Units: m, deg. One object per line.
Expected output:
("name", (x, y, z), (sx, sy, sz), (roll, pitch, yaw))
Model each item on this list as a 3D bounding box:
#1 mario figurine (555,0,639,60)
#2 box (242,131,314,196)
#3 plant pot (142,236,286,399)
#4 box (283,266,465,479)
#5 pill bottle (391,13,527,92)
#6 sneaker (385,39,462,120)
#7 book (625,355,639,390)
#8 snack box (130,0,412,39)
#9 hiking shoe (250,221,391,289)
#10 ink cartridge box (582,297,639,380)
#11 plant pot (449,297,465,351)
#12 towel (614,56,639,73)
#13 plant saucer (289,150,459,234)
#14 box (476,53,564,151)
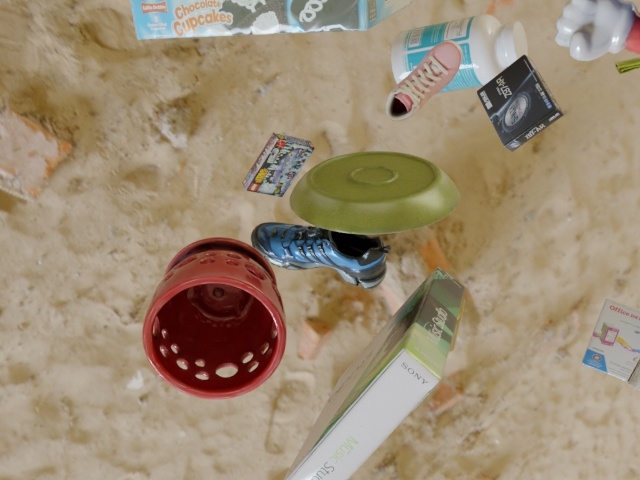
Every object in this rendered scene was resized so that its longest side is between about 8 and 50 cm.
("mario figurine", (0.274, -0.169, 0.574), (0.170, 0.320, 0.198), (-24, 168, 10))
("box", (-0.085, -0.150, 1.602), (0.094, 0.027, 0.137), (8, 130, -38))
("plant pot", (-0.142, 0.100, 1.119), (0.191, 0.174, 0.191), (-1, 111, -2))
("box", (0.076, 0.171, 0.987), (0.058, 0.322, 0.232), (39, 109, 1))
("pill bottle", (0.294, -0.391, 1.677), (0.146, 0.264, 0.146), (6, 83, -58))
("sneaker", (0.139, -0.213, 1.089), (0.051, 0.070, 0.134), (44, 121, -5))
("book", (0.417, 0.141, 0.889), (0.144, 0.035, 0.096), (23, 94, -31))
("snack box", (-0.061, -0.314, 1.042), (0.187, 0.322, 0.060), (-47, 136, -55))
("hiking shoe", (0.000, 0.000, 1.690), (0.304, 0.113, 0.132), (13, 143, 7))
("ink cartridge box", (0.513, 0.170, 1.367), (0.052, 0.089, 0.122), (12, 98, -69))
("plant pot", (0.187, 0.136, 1.279), (0.082, 0.083, 0.081), (11, 108, 3))
("towel", (0.572, -0.284, 1.203), (0.237, 0.102, 0.021), (-8, 99, 20))
("plant saucer", (0.075, -0.078, 1.123), (0.241, 0.241, 0.037), (-15, 120, -23))
("box", (0.211, -0.147, 0.850), (0.067, 0.083, 0.018), (-36, 144, 28))
